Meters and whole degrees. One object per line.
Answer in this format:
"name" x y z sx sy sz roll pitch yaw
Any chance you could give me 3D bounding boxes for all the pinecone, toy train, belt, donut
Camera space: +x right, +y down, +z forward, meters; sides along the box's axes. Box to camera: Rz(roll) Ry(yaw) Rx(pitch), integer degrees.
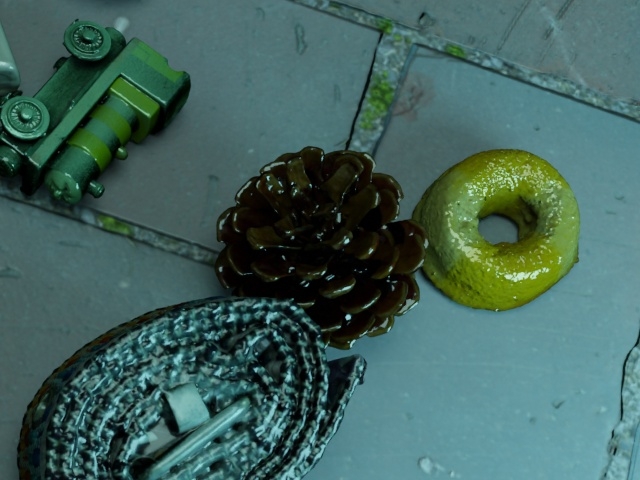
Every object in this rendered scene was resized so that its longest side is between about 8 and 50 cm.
"pinecone" 0.000 0.000 1.823 0.208 0.208 0.207 6 60 -10
"toy train" -0.227 -0.119 1.897 0.132 0.083 0.200 34 61 2
"belt" -0.123 0.159 1.714 0.295 0.160 0.207 -40 95 -21
"donut" 0.177 -0.017 1.945 0.162 0.065 0.178 41 59 10

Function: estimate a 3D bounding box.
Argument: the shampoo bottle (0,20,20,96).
"shampoo bottle" -0.383 -0.265 1.940 0.153 0.071 0.284 -8 63 -4
